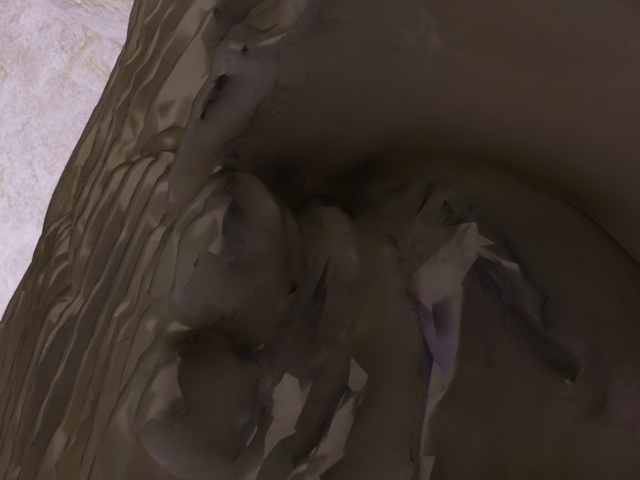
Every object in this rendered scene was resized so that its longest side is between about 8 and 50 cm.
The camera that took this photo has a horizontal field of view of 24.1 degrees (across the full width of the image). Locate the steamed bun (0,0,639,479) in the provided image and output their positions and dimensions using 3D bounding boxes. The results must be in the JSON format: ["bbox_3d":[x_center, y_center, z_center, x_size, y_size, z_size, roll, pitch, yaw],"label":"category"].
[{"bbox_3d":[0.023,0.049,0.538,0.352,0.247,0.339,-2,70,71],"label":"steamed bun"}]
